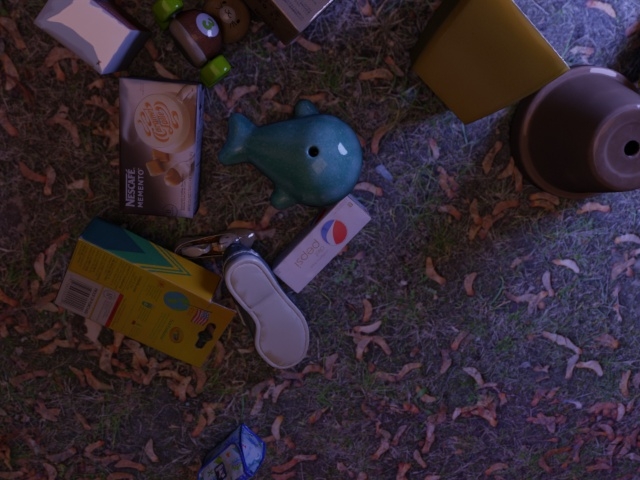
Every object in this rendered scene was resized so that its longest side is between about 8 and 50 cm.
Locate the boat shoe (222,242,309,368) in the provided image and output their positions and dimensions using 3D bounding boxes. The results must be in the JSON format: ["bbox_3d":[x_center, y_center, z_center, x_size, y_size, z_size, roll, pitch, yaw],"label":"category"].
[{"bbox_3d":[-0.113,0.134,1.266,0.116,0.099,0.319,-29,127,-6],"label":"boat shoe"}]

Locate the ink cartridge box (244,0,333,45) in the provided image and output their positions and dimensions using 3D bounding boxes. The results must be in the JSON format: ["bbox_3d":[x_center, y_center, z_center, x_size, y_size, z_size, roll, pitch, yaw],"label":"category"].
[{"bbox_3d":[-0.065,-0.487,1.048,0.234,0.088,0.193,46,74,-14],"label":"ink cartridge box"}]

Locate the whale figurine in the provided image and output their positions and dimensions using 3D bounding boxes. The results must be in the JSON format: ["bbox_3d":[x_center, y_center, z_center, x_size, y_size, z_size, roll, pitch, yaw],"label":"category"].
[{"bbox_3d":[-0.057,-0.164,1.148,0.272,0.141,0.216,16,89,3],"label":"whale figurine"}]

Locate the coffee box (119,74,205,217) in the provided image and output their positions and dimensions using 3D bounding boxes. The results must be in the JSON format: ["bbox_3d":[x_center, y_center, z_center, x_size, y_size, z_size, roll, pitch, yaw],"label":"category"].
[{"bbox_3d":[-0.296,-0.175,1.158,0.141,0.098,0.246,5,107,-5],"label":"coffee box"}]

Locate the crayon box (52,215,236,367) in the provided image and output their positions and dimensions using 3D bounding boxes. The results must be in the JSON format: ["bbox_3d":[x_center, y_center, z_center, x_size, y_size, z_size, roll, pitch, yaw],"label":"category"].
[{"bbox_3d":[-0.337,0.109,1.220,0.319,0.081,0.202,28,126,-11],"label":"crayon box"}]

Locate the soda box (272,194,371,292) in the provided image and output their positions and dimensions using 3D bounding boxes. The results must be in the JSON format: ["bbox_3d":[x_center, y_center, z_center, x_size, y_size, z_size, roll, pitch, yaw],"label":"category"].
[{"bbox_3d":[0.000,0.000,1.247,0.074,0.069,0.216,41,100,-14],"label":"soda box"}]

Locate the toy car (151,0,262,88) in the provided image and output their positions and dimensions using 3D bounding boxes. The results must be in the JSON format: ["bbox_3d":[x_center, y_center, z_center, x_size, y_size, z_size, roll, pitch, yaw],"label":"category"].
[{"bbox_3d":[-0.171,-0.388,1.087,0.188,0.149,0.155,-39,104,-4],"label":"toy car"}]

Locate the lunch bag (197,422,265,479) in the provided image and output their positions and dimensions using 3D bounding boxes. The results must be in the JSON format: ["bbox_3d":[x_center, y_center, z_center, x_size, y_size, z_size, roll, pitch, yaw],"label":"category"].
[{"bbox_3d":[-0.195,0.495,1.346,0.129,0.151,0.096,-42,105,10],"label":"lunch bag"}]

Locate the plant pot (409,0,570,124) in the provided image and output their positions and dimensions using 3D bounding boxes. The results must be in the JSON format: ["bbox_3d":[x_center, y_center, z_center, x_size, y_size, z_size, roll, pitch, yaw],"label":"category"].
[{"bbox_3d":[0.276,-0.332,1.100,0.212,0.212,0.187,42,113,-14],"label":"plant pot"}]

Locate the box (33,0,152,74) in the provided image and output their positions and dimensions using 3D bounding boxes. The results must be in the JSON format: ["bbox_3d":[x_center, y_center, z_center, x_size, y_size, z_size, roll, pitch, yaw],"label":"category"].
[{"bbox_3d":[-0.380,-0.362,1.057,0.130,0.170,0.091,37,102,-14],"label":"box"}]

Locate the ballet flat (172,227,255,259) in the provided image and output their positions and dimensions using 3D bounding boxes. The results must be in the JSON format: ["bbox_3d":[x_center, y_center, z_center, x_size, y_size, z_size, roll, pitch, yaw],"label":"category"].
[{"bbox_3d":[-0.213,0.014,1.246,0.168,0.052,0.057,-11,107,0],"label":"ballet flat"}]

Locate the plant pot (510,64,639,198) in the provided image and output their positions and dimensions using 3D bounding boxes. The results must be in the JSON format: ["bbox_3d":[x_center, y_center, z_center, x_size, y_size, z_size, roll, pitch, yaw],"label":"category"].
[{"bbox_3d":[0.513,-0.183,1.139,0.263,0.229,0.263,-1,109,-3],"label":"plant pot"}]

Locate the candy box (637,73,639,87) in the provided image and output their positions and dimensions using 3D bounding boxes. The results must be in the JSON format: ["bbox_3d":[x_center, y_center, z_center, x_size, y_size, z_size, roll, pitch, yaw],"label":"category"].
[{"bbox_3d":[0.659,-0.362,1.152,0.105,0.027,0.205,19,80,-9],"label":"candy box"}]
